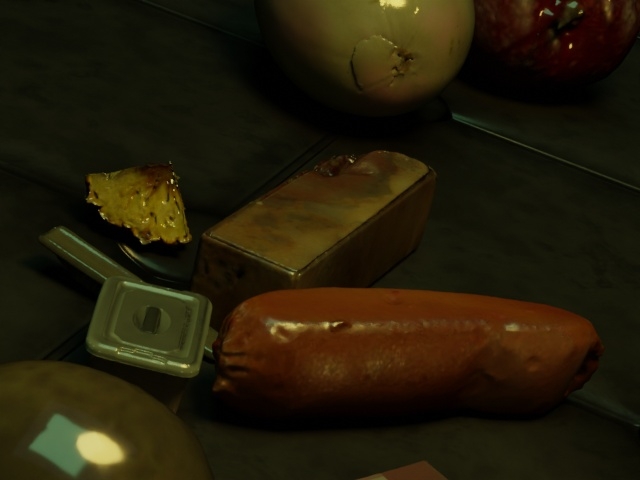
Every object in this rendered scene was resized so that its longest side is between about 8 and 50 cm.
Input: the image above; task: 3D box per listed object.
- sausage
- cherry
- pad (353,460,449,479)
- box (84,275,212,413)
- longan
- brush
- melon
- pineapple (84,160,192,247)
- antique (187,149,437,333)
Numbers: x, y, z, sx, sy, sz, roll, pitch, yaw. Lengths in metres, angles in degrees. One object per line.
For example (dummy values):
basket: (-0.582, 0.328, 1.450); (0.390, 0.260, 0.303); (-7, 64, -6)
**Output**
sausage: (0.070, 0.089, 1.564); (0.348, 0.097, 0.094); (1, 37, -28)
cherry: (0.249, -0.279, 2.276); (0.230, 0.203, 0.300); (-1, 22, -17)
pad: (0.099, 0.253, 1.356); (0.202, 0.005, 0.300); (-9, 35, -40)
box: (-0.135, 0.085, 1.500); (0.089, 0.062, 0.122); (13, 25, -3)
longan: (-0.170, 0.163, 1.189); (0.212, 0.198, 0.198); (32, 31, 29)
brush: (-0.154, 0.049, 1.610); (0.190, 0.027, 0.034); (32, 34, 16)
melon: (0.044, -0.251, 2.091); (0.223, 0.223, 0.317); (5, 27, -20)
pineapple: (-0.147, -0.044, 1.748); (0.114, 0.077, 0.114); (24, 14, 8)
antique: (0.000, 0.000, 1.718); (0.093, 0.087, 0.310); (23, 28, 19)
